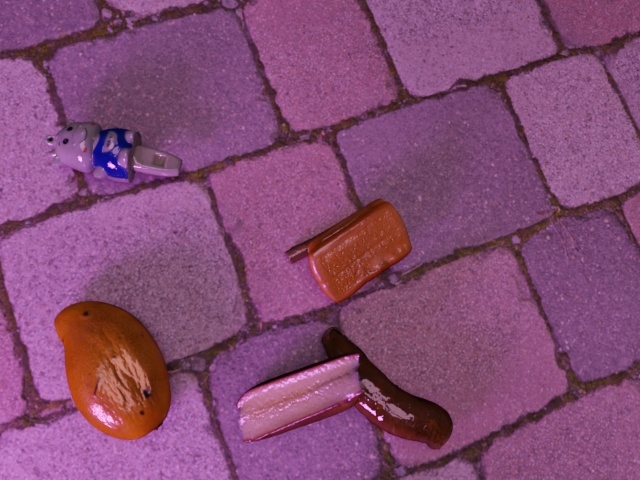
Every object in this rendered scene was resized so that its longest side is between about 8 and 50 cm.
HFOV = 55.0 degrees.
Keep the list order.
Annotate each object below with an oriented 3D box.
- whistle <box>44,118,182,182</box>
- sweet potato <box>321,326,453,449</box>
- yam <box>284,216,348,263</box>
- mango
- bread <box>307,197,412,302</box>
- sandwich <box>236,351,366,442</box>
[{"bbox_3d":[-0.374,-0.159,1.112,0.244,0.092,0.110,12,65,-4],"label":"whistle"},{"bbox_3d":[0.105,0.269,1.097,0.285,0.085,0.112,38,40,12],"label":"sweet potato"},{"bbox_3d":[0.000,0.000,1.163,0.145,0.032,0.032,-30,83,-14],"label":"yam"},{"bbox_3d":[-0.347,0.207,1.020,0.157,0.109,0.262,-35,82,-11],"label":"mango"},{"bbox_3d":[0.068,0.016,1.136,0.200,0.077,0.116,-34,111,-14],"label":"bread"},{"bbox_3d":[-0.024,0.263,1.045,0.258,0.096,0.094,-25,75,21],"label":"sandwich"}]
